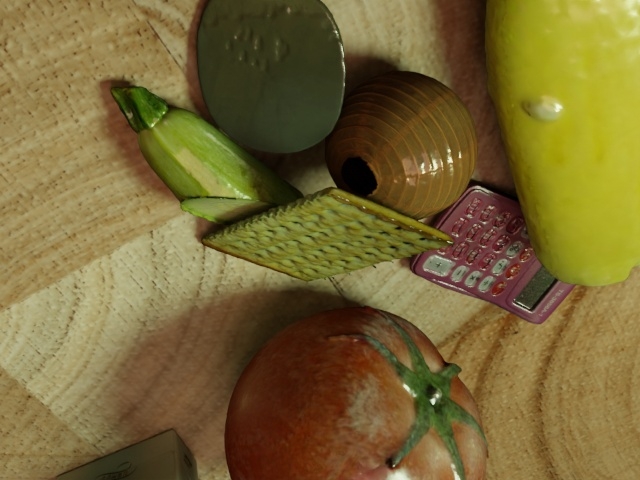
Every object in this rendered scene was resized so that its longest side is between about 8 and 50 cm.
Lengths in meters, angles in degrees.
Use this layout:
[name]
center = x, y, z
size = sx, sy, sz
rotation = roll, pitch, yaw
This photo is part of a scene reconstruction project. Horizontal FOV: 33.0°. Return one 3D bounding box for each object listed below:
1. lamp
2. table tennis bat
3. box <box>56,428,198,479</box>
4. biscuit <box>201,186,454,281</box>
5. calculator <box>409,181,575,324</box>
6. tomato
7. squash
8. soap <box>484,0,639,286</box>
[lamp]
center = 0.070, -0.081, 0.949
size = 0.136, 0.136, 0.136
rotation = -7, 130, -9
[table tennis bat]
center = -0.042, -0.179, 0.887
size = 0.131, 0.022, 0.234
rotation = 8, 122, 14
[box]
center = -0.202, 0.327, 1.142
size = 0.155, 0.243, 0.067
rotation = -21, 125, 5
[biscuit]
center = 0.000, 0.000, 0.990
size = 0.139, 0.016, 0.231
rotation = 21, 159, -28
[calculator]
center = 0.196, 0.013, 1.130
size = 0.190, 0.034, 0.127
rotation = 22, 121, -23
[tomato]
center = 0.026, 0.201, 1.088
size = 0.264, 0.265, 0.265
rotation = -7, 130, -9
[squash]
center = -0.109, -0.065, 0.955
size = 0.200, 0.090, 0.075
rotation = 36, 77, -32
[soap]
center = 0.297, -0.161, 0.959
size = 0.306, 0.115, 0.427
rotation = -13, 130, 1
